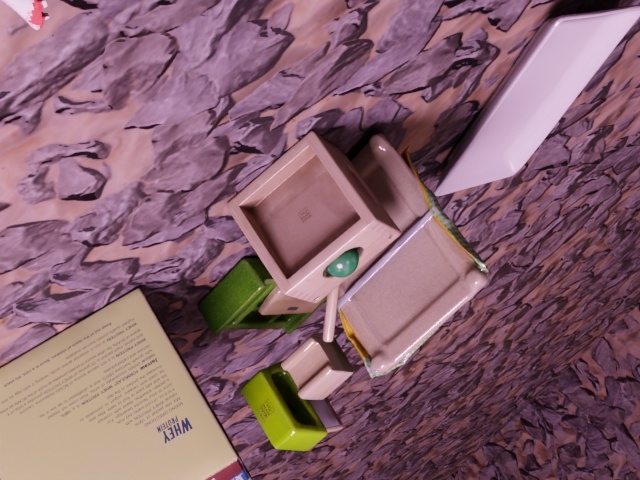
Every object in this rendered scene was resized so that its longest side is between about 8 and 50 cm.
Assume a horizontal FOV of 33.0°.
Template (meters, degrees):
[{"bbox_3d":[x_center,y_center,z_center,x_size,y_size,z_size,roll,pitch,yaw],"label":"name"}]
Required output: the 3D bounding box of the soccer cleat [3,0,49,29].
[{"bbox_3d":[-0.183,-0.150,0.623,0.035,0.029,0.083,-22,153,-7],"label":"soccer cleat"}]

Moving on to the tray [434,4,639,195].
[{"bbox_3d":[0.226,-0.155,1.174,0.145,0.030,0.270,-17,152,-38],"label":"tray"}]

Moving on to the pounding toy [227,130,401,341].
[{"bbox_3d":[0.000,0.000,1.024,0.130,0.141,0.100,-40,158,13],"label":"pounding toy"}]

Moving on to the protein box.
[{"bbox_3d":[-0.203,0.197,1.059,0.199,0.201,0.136,-31,157,-9],"label":"protein box"}]

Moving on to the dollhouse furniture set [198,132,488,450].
[{"bbox_3d":[0.048,0.055,1.128,0.301,0.198,0.151,-45,154,24],"label":"dollhouse furniture set"}]
